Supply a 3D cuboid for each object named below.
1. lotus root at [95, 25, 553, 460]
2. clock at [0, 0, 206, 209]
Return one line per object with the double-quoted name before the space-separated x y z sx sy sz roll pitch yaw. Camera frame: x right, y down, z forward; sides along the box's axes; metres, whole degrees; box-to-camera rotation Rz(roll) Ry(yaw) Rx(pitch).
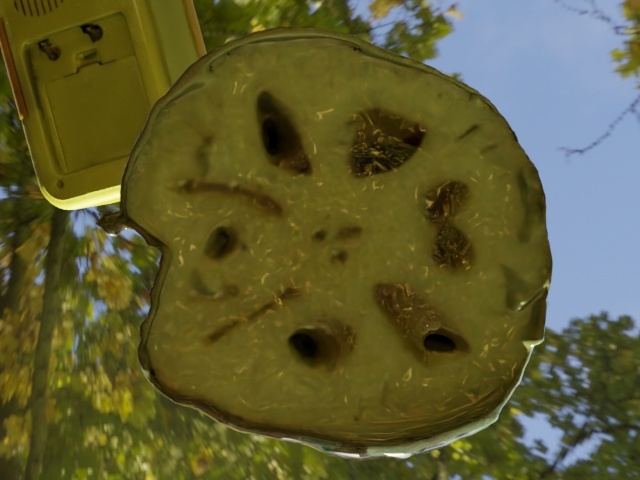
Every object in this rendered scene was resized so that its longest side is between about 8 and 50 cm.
"lotus root" 0.004 0.001 0.678 0.204 0.078 0.183 24 -86 -7
"clock" -0.164 -0.134 1.145 0.143 0.096 0.202 -14 -87 25
